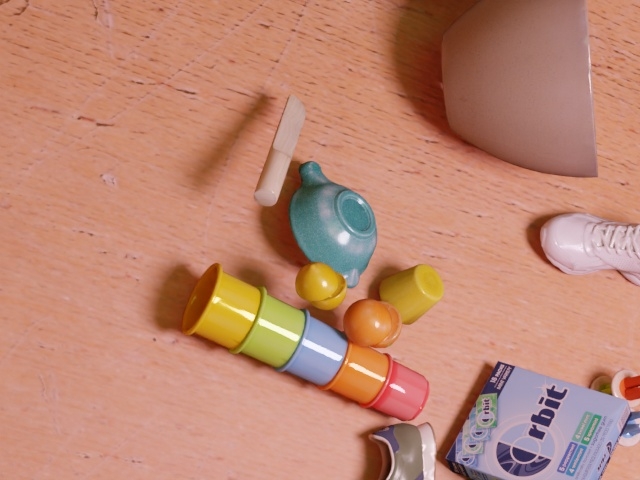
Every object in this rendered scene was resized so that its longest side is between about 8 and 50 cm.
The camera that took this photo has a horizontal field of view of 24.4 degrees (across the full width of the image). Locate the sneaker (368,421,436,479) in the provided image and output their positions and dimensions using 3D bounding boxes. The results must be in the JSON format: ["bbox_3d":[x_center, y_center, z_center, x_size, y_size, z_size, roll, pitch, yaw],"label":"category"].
[{"bbox_3d":[0.097,0.320,1.832,0.086,0.064,0.192,2,76,-16],"label":"sneaker"}]

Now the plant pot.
[{"bbox_3d":[0.261,-0.218,1.951,0.191,0.284,0.284,-4,76,10],"label":"plant pot"}]

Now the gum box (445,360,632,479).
[{"bbox_3d":[0.275,0.247,1.871,0.157,0.184,0.041,-58,144,-24],"label":"gum box"}]

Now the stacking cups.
[{"bbox_3d":[-0.012,0.139,1.809,0.316,0.096,0.096,28,67,-16],"label":"stacking cups"}]

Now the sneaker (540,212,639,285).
[{"bbox_3d":[0.412,0.001,2.022,0.232,0.115,0.090,8,73,-22],"label":"sneaker"}]

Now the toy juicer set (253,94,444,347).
[{"bbox_3d":[0.000,0.000,1.834,0.329,0.089,0.209,52,39,-6],"label":"toy juicer set"}]

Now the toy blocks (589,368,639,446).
[{"bbox_3d":[0.399,0.219,1.941,0.054,0.148,0.123,42,64,-10],"label":"toy blocks"}]
